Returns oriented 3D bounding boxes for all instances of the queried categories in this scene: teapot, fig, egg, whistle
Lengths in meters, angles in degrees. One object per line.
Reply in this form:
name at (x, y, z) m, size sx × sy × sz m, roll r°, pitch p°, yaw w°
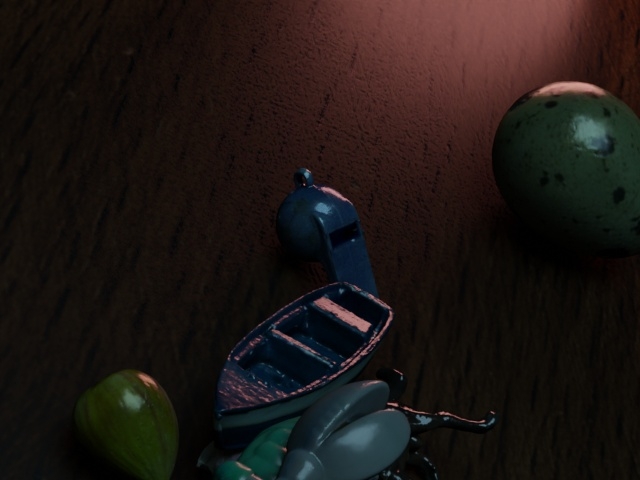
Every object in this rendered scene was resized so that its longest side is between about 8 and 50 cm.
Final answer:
teapot at (-0.068, 0.205, 1.422) m, size 0.083 × 0.064 × 0.064 m, roll -25°, pitch 59°, yaw -37°
fig at (-0.154, 0.193, 1.389) m, size 0.093 × 0.093 × 0.166 m, roll -36°, pitch 103°, yaw -44°
egg at (0.298, -0.075, 1.799) m, size 0.228 × 0.177 × 0.177 m, roll 48°, pitch 43°, yaw -10°
whistle at (0.000, 0.000, 1.639) m, size 0.090 × 0.090 × 0.157 m, roll -27°, pitch 108°, yaw -42°

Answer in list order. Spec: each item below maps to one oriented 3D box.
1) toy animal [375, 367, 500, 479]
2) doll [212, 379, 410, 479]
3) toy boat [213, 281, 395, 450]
toy animal at (0.070, 0.211, 1.481) m, size 0.148 × 0.084 × 0.232 m, roll 28°, pitch 47°, yaw -4°
doll at (-0.018, 0.234, 1.310) m, size 0.153 × 0.195 × 0.258 m, roll 29°, pitch 58°, yaw 28°
toy boat at (-0.025, 0.120, 1.475) m, size 0.096 × 0.061 × 0.299 m, roll 30°, pitch 29°, yaw 17°
